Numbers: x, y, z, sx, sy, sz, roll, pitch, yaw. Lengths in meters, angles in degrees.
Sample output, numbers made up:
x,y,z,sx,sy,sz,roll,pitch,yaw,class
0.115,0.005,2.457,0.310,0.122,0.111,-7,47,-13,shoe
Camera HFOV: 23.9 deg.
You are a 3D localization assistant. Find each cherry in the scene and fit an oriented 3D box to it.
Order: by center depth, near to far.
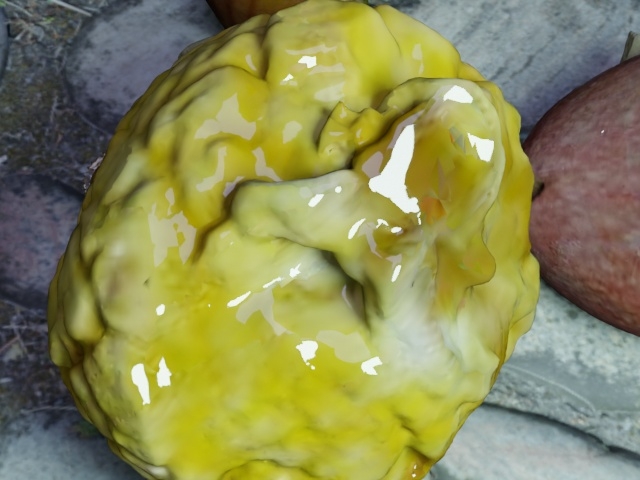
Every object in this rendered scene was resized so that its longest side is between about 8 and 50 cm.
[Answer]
x,y,z,sx,sy,sz,roll,pitch,yaw,class
0.299,-0.036,1.273,0.307,0.221,0.261,-7,70,10,cherry

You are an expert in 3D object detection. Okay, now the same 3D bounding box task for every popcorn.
x,y,z,sx,sy,sz,roll,pitch,yaw,class
-0.015,0.012,1.162,0.390,0.344,0.354,-31,46,14,popcorn

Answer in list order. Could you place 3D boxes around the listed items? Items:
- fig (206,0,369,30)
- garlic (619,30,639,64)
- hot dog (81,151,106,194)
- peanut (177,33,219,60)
x,y,z,sx,sy,sz,roll,pitch,yaw,class
-0.037,-0.272,1.457,0.205,0.205,0.205,1,55,-2,fig
0.367,-0.121,1.392,0.198,0.129,0.090,17,45,10,garlic
-0.126,-0.021,1.346,0.099,0.053,0.192,-40,65,-22,hot dog
-0.002,-0.117,1.376,0.290,0.130,0.130,6,55,4,peanut
